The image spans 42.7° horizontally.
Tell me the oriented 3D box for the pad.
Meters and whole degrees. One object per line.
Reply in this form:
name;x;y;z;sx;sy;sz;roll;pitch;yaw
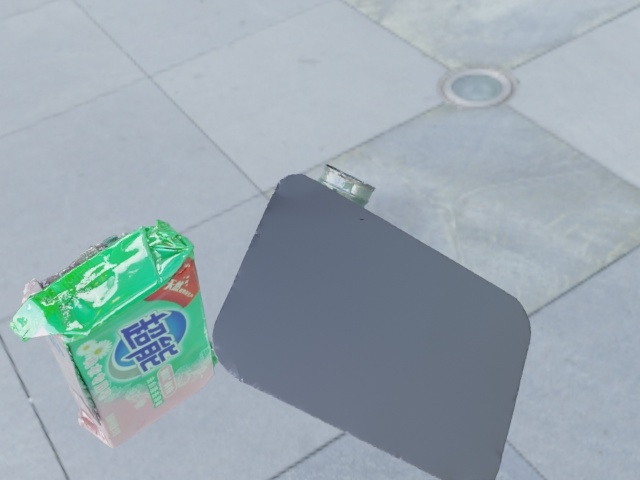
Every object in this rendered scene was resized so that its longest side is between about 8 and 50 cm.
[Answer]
pad;0.054;0.074;0.654;0.267;0.004;0.181;30;63;-16

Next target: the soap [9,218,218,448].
soap;-0.208;0.107;0.916;0.098;0.273;0.218;39;61;24

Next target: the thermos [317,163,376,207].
thermos;-0.003;-0.001;1.064;0.073;0.187;0.083;25;6;-15
